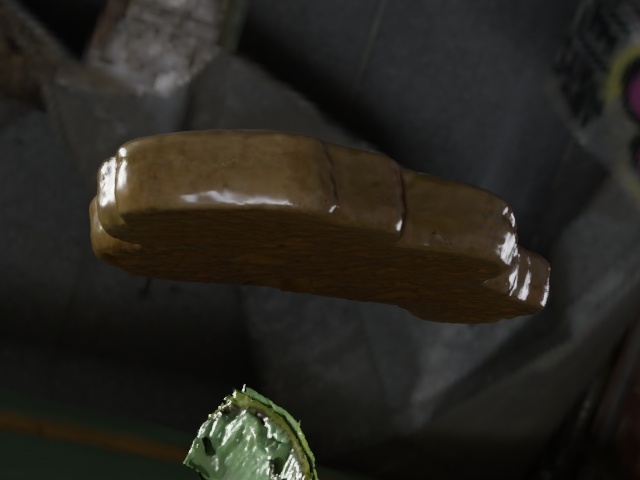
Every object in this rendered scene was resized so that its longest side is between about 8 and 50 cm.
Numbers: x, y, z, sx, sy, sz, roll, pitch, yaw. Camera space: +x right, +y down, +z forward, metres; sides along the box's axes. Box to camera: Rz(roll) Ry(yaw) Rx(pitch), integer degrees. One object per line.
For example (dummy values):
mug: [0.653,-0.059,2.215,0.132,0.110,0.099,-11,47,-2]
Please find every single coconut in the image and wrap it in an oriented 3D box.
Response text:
coconut: [-0.060,0.128,0.660,0.158,0.055,0.133,-32,-154,-18]

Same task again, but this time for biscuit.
biscuit: [0.009,-0.001,0.785,0.183,0.047,0.320,-3,167,40]
